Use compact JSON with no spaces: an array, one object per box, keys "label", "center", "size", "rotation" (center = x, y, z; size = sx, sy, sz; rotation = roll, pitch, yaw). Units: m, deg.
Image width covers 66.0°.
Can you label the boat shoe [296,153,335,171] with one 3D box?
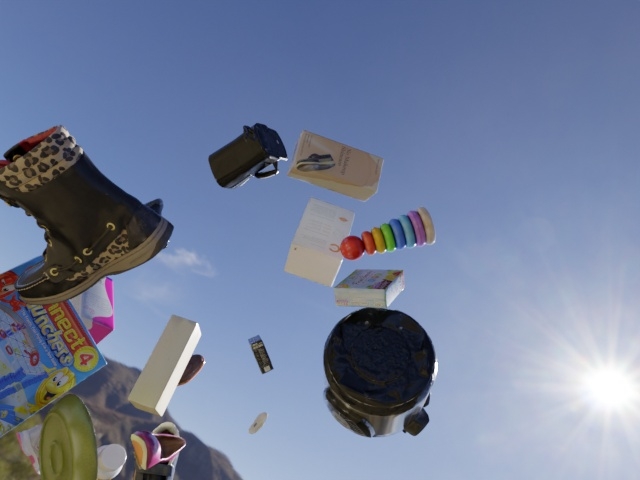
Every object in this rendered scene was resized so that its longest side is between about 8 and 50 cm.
[{"label":"boat shoe","center":[-0.020,-0.252,1.575],"size":[0.056,0.152,0.049],"rotation":[-29,-105,44]}]

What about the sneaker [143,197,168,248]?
[{"label":"sneaker","center":[-0.497,-0.042,1.442],"size":[0.227,0.087,0.130],"rotation":[-101,166,-67]}]

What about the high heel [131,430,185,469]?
[{"label":"high heel","center":[-0.347,0.451,1.089],"size":[0.082,0.117,0.244],"rotation":[57,-32,24]}]

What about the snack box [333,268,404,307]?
[{"label":"snack box","center":[0.163,0.155,1.621],"size":[0.175,0.207,0.070],"rotation":[-1,-77,27]}]

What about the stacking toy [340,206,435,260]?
[{"label":"stacking toy","center":[0.229,-0.013,1.745],"size":[0.141,0.331,0.141],"rotation":[165,-90,-89]}]

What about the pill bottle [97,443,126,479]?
[{"label":"pill bottle","center":[-0.785,0.808,1.770],"size":[0.117,0.117,0.208],"rotation":[46,-58,-5]}]

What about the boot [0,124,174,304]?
[{"label":"boot","center":[-0.509,-0.034,0.934],"size":[0.378,0.138,0.284],"rotation":[-19,-52,21]}]

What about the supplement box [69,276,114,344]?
[{"label":"supplement box","center":[-0.698,0.199,1.470],"size":[0.111,0.114,0.220],"rotation":[40,13,-41]}]

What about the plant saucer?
[{"label":"plant saucer","center":[-0.521,0.438,1.001],"size":[0.241,0.037,0.240],"rotation":[-5,-97,42]}]

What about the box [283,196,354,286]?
[{"label":"box","center":[0.000,0.000,2.112],"size":[0.215,0.345,0.168],"rotation":[19,-51,0]}]

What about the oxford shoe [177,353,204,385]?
[{"label":"oxford shoe","center":[-0.590,0.531,1.975],"size":[0.097,0.271,0.098],"rotation":[43,-33,29]}]

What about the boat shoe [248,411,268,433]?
[{"label":"boat shoe","center":[-0.232,0.697,1.879],"size":[0.035,0.100,0.035],"rotation":[37,-1,34]}]

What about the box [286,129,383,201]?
[{"label":"box","center":[0.053,-0.262,1.759],"size":[0.311,0.147,0.121],"rotation":[16,-16,-13]}]

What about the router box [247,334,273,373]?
[{"label":"router box","center":[-0.174,0.328,1.428],"size":[0.092,0.038,0.122],"rotation":[67,-12,-1]}]

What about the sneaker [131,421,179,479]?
[{"label":"sneaker","center":[-0.496,0.695,1.457],"size":[0.126,0.321,0.127],"rotation":[11,-48,-12]}]

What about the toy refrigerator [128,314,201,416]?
[{"label":"toy refrigerator","center":[-0.458,0.366,1.460],"size":[0.094,0.269,0.102],"rotation":[17,-32,5]}]

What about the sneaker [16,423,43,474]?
[{"label":"sneaker","center":[-1.044,0.787,1.863],"size":[0.103,0.111,0.252],"rotation":[40,-38,36]}]

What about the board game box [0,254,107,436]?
[{"label":"board game box","center":[-0.690,0.235,1.083],"size":[0.086,0.302,0.308],"rotation":[-14,-74,42]}]

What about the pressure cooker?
[{"label":"pressure cooker","center":[0.194,0.467,1.679],"size":[0.376,0.369,0.420],"rotation":[-2,-34,0]}]

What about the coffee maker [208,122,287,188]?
[{"label":"coffee maker","center":[-0.207,-0.226,1.298],"size":[0.178,0.120,0.171],"rotation":[-28,-35,25]}]
